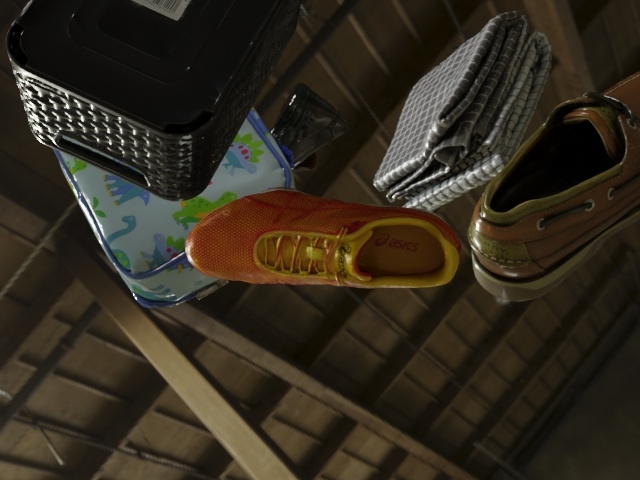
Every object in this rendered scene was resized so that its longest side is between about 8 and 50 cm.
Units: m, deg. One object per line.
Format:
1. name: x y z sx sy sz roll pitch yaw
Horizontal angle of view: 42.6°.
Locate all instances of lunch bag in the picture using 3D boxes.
1. lunch bag: -0.124 -0.061 0.719 0.176 0.219 0.090 -31 -28 -8

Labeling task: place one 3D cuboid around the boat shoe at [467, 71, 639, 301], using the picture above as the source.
1. boat shoe: 0.251 -0.075 0.724 0.307 0.111 0.104 -44 -39 -23

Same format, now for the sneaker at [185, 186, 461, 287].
1. sneaker: 0.000 0.000 0.513 0.067 0.175 0.064 -63 -30 -78

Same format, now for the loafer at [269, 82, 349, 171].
1. loafer: -0.031 -0.085 0.820 0.170 0.061 0.062 -44 21 58

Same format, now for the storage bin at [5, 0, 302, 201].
1. storage bin: -0.092 -0.131 0.507 0.084 0.122 0.180 113 -178 -64

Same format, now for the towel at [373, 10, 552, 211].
1. towel: 0.206 -0.190 1.241 0.121 0.235 0.283 37 -121 -14
